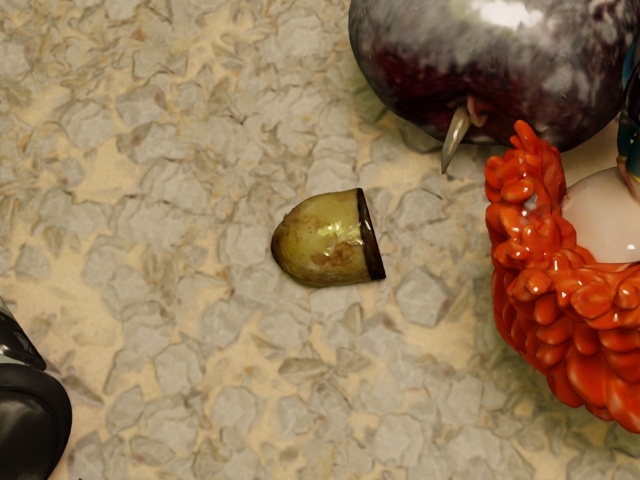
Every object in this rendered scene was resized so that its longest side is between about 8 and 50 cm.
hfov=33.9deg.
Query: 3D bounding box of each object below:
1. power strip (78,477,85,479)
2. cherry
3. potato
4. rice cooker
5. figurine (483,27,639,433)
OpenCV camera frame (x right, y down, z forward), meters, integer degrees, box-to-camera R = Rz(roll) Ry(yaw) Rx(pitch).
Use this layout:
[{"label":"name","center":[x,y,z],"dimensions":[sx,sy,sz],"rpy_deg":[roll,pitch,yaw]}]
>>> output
[{"label":"power strip","center":[-0.180,0.266,0.959],"dimensions":[0.123,0.032,0.056],"rpy_deg":[23,81,14]},{"label":"cherry","center":[0.157,-0.193,0.922],"dimensions":[0.255,0.218,0.296],"rpy_deg":[15,66,16]},{"label":"potato","center":[0.000,0.000,0.978],"dimensions":[0.103,0.066,0.096],"rpy_deg":[-18,71,7]},{"label":"rice cooker","center":[-0.350,0.155,0.897],"dimensions":[0.241,0.280,0.227],"rpy_deg":[-41,58,-4]},{"label":"figurine","center":[0.272,-0.051,0.793],"dimensions":[0.241,0.306,0.411],"rpy_deg":[29,104,19]}]
